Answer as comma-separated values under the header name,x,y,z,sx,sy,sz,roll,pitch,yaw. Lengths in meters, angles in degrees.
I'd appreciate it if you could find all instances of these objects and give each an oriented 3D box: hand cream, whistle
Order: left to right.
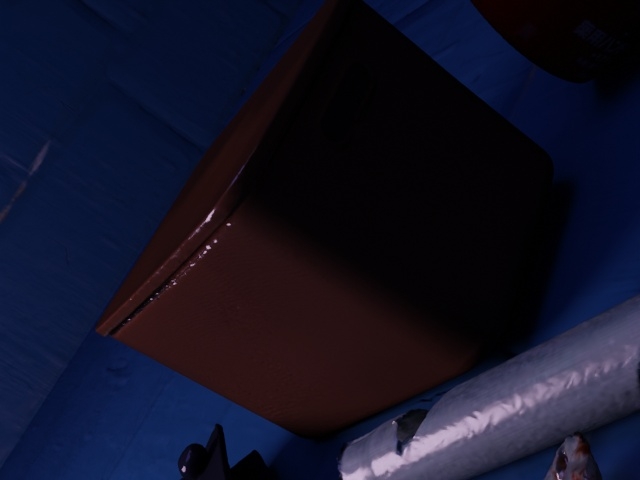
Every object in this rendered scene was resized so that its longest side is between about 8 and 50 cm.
name,x,y,z,sx,sy,sz,roll,pitch,yaw
whistle,0.122,0.106,0.626,0.312,0.062,0.062,-37,23,45
hand cream,0.210,-0.240,0.855,0.125,0.193,0.193,-45,18,34

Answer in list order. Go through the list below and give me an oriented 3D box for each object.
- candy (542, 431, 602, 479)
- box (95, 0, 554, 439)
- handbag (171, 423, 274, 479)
name,x,y,z,sx,sy,sz,roll,pitch,yaw
candy,0.156,0.158,0.428,0.086,0.059,0.292,-56,15,-2
box,0.000,0.000,0.850,0.339,0.229,0.239,-38,23,54
handbag,-0.163,0.331,0.892,0.326,0.118,0.269,-52,15,-1
